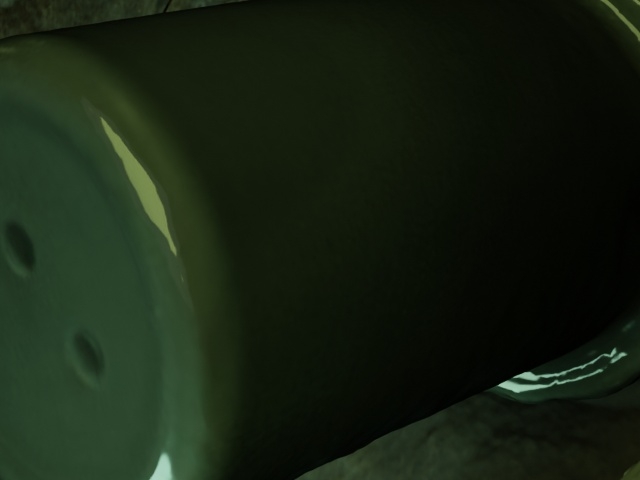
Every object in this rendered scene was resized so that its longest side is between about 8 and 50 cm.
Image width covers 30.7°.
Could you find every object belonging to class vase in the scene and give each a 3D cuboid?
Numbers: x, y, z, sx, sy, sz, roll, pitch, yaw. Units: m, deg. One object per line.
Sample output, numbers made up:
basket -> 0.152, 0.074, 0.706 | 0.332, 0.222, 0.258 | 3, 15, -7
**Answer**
vase -> 0.000, 0.000, 0.484 | 0.245, 0.291, 0.245 | 17, 115, 39

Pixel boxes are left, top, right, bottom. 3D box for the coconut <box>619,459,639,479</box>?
coconut -> 0.153, 0.204, 0.326 | 0.323, 0.323, 0.322 | -14, 70, 42
